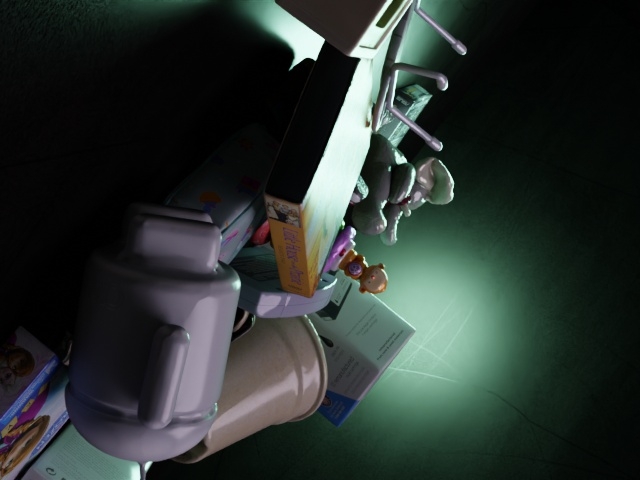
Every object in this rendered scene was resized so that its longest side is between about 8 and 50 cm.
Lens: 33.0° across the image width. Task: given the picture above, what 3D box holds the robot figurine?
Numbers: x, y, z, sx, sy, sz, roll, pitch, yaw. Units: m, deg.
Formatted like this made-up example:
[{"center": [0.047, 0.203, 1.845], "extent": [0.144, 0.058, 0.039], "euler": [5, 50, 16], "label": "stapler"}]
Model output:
[{"center": [-0.218, 0.133, 1.396], "extent": [0.300, 0.200, 0.353], "euler": [-133, -127, -73], "label": "robot figurine"}]

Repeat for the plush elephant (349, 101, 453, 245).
[{"center": [0.139, -0.115, 2.432], "extent": [0.255, 0.272, 0.330], "euler": [42, 64, -40], "label": "plush elephant"}]

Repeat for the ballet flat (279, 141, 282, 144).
[{"center": [-0.035, -0.128, 1.879], "extent": [0.316, 0.108, 0.106], "euler": [-41, 145, -55], "label": "ballet flat"}]

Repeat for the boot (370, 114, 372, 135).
[{"center": [0.002, -0.129, 2.275], "extent": [0.269, 0.089, 0.236], "euler": [-50, 173, -34], "label": "boot"}]

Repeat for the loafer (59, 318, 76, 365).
[{"center": [-0.338, 0.120, 1.512], "extent": [0.125, 0.039, 0.045], "euler": [-54, -144, 16], "label": "loafer"}]

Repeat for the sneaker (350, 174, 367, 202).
[{"center": [0.021, -0.128, 2.046], "extent": [0.081, 0.211, 0.080], "euler": [-38, 131, 2], "label": "sneaker"}]

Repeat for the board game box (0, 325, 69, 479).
[{"center": [-0.451, 0.282, 1.426], "extent": [0.318, 0.066, 0.318], "euler": [-51, 173, -14], "label": "board game box"}]

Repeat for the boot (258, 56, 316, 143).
[{"center": [-0.056, -0.187, 1.691], "extent": [0.106, 0.082, 0.219], "euler": [-38, 158, -26], "label": "boot"}]

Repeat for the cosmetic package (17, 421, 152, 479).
[{"center": [-0.397, 0.399, 1.748], "extent": [0.217, 0.156, 0.385], "euler": [-49, -178, 17], "label": "cosmetic package"}]

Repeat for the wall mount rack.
[{"center": [0.185, -0.319, 1.873], "extent": [0.304, 0.130, 0.350], "euler": [87, 19, -74], "label": "wall mount rack"}]

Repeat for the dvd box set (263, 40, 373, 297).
[{"center": [0.006, -0.115, 1.649], "extent": [0.420, 0.062, 0.307], "euler": [87, 23, -69], "label": "dvd box set"}]

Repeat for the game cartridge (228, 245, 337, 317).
[{"center": [-0.097, 0.074, 1.956], "extent": [0.297, 0.198, 0.062], "euler": [-6, 121, -63], "label": "game cartridge"}]

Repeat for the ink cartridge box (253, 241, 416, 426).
[{"center": [-0.025, 0.193, 2.453], "extent": [0.166, 0.395, 0.285], "euler": [-44, 169, -38], "label": "ink cartridge box"}]

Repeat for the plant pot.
[{"center": [-0.209, 0.287, 2.195], "extent": [0.305, 0.334, 0.334], "euler": [-30, 159, -44], "label": "plant pot"}]

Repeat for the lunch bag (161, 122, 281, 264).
[{"center": [-0.154, -0.034, 1.623], "extent": [0.279, 0.108, 0.224], "euler": [-48, 172, -33], "label": "lunch bag"}]

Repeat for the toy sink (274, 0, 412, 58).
[{"center": [0.074, -0.360, 1.380], "extent": [0.234, 0.131, 0.153], "euler": [-55, 173, 14], "label": "toy sink"}]

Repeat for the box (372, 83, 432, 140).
[{"center": [0.193, -0.307, 2.770], "extent": [0.183, 0.056, 0.231], "euler": [-54, 173, 20], "label": "box"}]

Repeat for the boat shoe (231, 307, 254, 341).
[{"center": [-0.181, 0.140, 1.998], "extent": [0.355, 0.130, 0.132], "euler": [-37, 121, -58], "label": "boat shoe"}]

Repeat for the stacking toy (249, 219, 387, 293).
[{"center": [0.000, 0.000, 2.005], "extent": [0.175, 0.302, 0.166], "euler": [-50, 173, -12], "label": "stacking toy"}]
